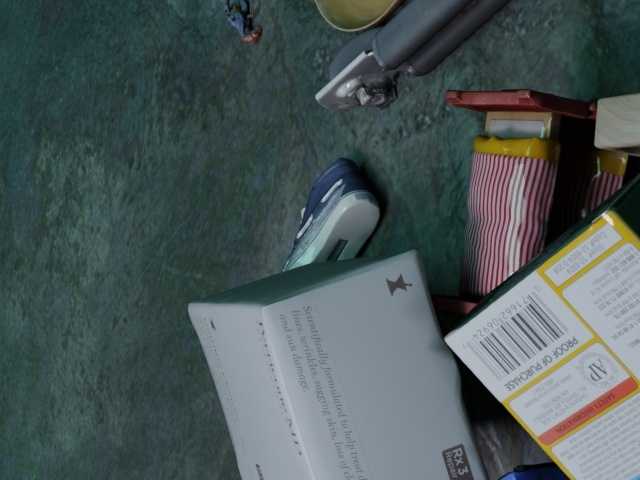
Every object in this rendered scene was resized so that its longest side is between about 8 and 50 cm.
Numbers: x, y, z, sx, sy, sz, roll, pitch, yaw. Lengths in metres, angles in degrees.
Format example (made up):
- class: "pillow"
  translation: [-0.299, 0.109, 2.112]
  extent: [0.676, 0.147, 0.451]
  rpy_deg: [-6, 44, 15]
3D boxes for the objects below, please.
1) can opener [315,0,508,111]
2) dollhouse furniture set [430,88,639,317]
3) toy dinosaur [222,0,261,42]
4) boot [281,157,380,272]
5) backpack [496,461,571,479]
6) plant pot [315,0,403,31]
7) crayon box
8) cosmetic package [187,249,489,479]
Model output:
- class: "can opener"
  translation: [0.089, -0.226, 1.580]
  extent: [0.283, 0.076, 0.095]
  rpy_deg: [-39, 53, 46]
- class: "dollhouse furniture set"
  translation: [0.257, -0.021, 1.209]
  extent: [0.374, 0.152, 0.201]
  rpy_deg: [4, 88, 57]
- class: "toy dinosaur"
  translation: [-0.099, -0.287, 1.934]
  extent: [0.090, 0.047, 0.082]
  rpy_deg: [92, 164, -74]
- class: "boot"
  translation: [0.000, 0.000, 1.692]
  extent: [0.190, 0.069, 0.086]
  rpy_deg: [-53, 36, 26]
- class: "backpack"
  translation: [0.195, 0.246, 1.286]
  extent: [0.098, 0.120, 0.101]
  rpy_deg: [-38, 63, 45]
- class: "plant pot"
  translation: [0.063, -0.350, 1.685]
  extent: [0.236, 0.032, 0.236]
  rpy_deg: [-18, 68, 55]
- class: "crayon box"
  translation: [0.273, 0.130, 1.117]
  extent: [0.323, 0.083, 0.203]
  rpy_deg: [49, 134, 2]
- class: "cosmetic package"
  translation: [0.002, 0.135, 1.417]
  extent: [0.385, 0.156, 0.217]
  rpy_deg: [164, 88, -77]
